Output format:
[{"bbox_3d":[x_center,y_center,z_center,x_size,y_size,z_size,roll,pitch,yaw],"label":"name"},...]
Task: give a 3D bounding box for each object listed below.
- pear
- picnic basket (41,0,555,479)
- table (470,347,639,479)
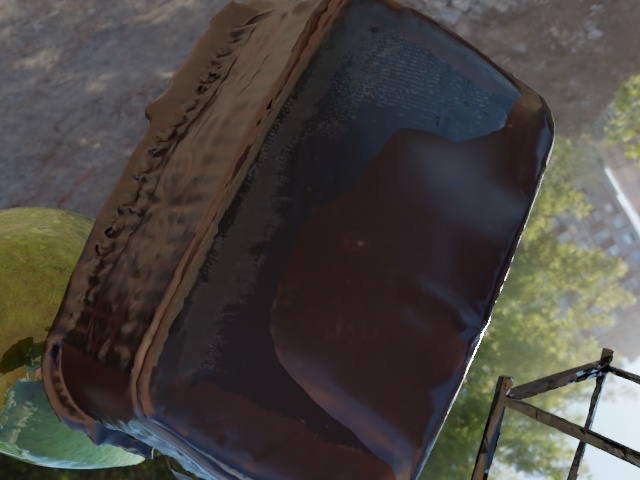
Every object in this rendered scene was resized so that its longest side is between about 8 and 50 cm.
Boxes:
[{"bbox_3d":[-0.279,0.091,0.828,0.238,0.342,0.318,-60,-168,-4],"label":"pear"},{"bbox_3d":[0.000,0.000,0.425,0.297,0.222,0.129,-64,-164,-14],"label":"picnic basket"},{"bbox_3d":[0.337,0.298,0.917,0.222,0.272,0.335,19,-169,36],"label":"table"}]
